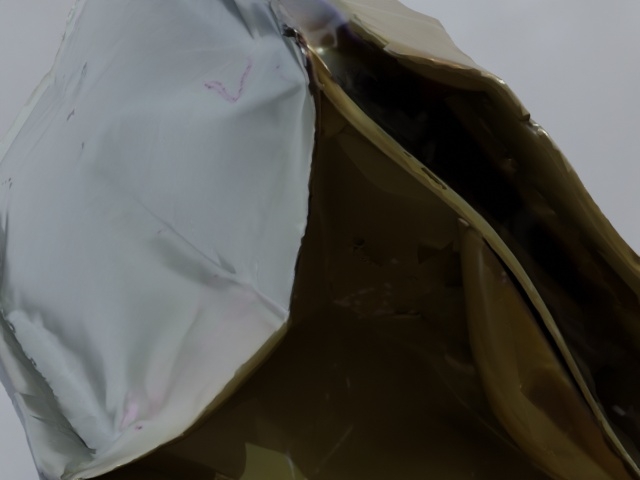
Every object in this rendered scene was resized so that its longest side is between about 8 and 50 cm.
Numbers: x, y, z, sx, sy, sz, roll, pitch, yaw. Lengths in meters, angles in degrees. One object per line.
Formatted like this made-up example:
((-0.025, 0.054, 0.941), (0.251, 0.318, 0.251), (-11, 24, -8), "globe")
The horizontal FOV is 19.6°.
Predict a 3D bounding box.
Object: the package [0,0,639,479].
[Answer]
((0.002, -0.032, 0.614), (0.221, 0.311, 0.165), (7, -76, -18), "package")
